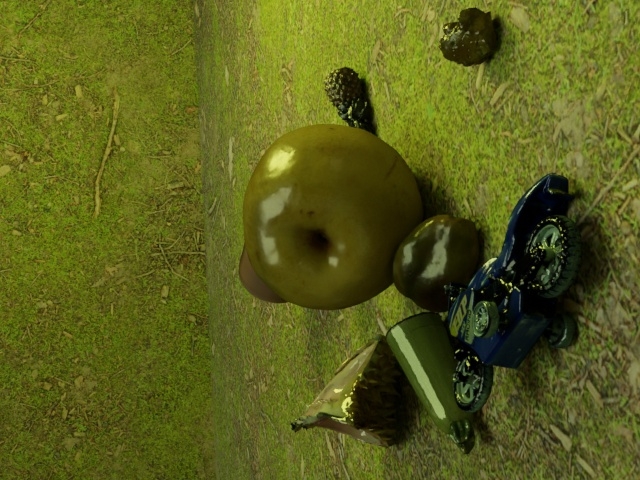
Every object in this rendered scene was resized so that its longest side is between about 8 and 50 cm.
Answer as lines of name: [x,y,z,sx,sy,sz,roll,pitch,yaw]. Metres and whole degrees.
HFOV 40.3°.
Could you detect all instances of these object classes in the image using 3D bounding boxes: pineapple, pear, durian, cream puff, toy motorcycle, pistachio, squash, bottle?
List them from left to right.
bottle: [-0.065,-0.001,1.920,0.206,0.173,0.296,42,140,22]
pear: [0.015,-0.038,1.392,0.314,0.315,0.314,177,90,-73]
pineapple: [0.058,-0.244,1.621,0.074,0.074,0.159,115,139,-58]
durian: [0.071,0.257,1.533,0.305,0.186,0.195,114,176,-69]
pistachio: [0.160,0.038,1.256,0.189,0.110,0.100,112,177,-54]
squash: [0.174,0.213,1.275,0.094,0.094,0.224,106,150,-47]
cream puff: [0.200,-0.271,1.164,0.058,0.083,0.083,-50,-28,-38]
toy motorcycle: [0.222,0.065,1.054,0.168,0.113,0.315,-97,24,-47]
